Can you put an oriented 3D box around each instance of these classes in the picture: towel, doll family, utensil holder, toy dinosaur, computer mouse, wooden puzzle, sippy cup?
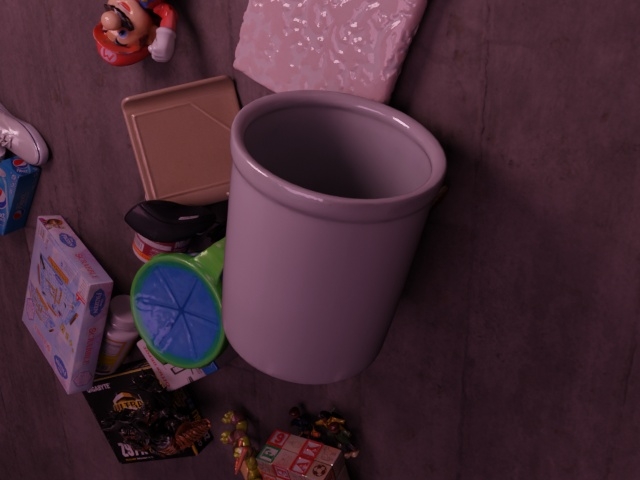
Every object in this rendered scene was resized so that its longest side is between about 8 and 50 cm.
[{"bbox_3d":[0.015,-0.382,1.212,0.317,0.053,0.332,31,123,18],"label":"towel"},{"bbox_3d":[0.000,0.416,1.557,0.193,0.076,0.111,-19,115,33],"label":"doll family"},{"bbox_3d":[0.000,0.000,1.174,0.327,0.327,0.386,27,129,19],"label":"utensil holder"},{"bbox_3d":[-0.376,0.432,1.686,0.321,0.164,0.218,-26,117,21],"label":"toy dinosaur"},{"bbox_3d":[-0.238,-0.041,1.398,0.184,0.262,0.060,-32,64,32],"label":"computer mouse"},{"bbox_3d":[-0.253,-0.185,1.398,0.220,0.044,0.239,-15,104,-7],"label":"wooden puzzle"},{"bbox_3d":[-0.229,0.115,1.464,0.305,0.224,0.240,-15,97,30],"label":"sippy cup"}]

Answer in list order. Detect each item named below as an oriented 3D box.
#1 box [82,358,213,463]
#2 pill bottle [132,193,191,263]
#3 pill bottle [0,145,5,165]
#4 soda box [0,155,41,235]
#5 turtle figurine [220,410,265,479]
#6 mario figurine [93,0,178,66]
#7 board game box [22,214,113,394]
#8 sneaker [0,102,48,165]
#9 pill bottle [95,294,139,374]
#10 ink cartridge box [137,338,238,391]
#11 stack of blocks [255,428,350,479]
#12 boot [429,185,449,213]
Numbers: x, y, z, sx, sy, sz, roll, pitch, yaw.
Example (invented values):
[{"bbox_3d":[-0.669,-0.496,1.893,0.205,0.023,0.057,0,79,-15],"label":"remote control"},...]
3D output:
[{"bbox_3d":[-0.459,0.445,1.853,0.322,0.079,0.257,-18,103,35],"label":"box"},{"bbox_3d":[-0.322,-0.058,1.518,0.121,0.121,0.221,34,124,15],"label":"pill bottle"},{"bbox_3d":[-0.862,-0.164,1.814,0.108,0.108,0.193,40,125,11],"label":"pill bottle"},{"bbox_3d":[-0.781,-0.115,1.808,0.067,0.071,0.210,40,126,11],"label":"soda box"},{"bbox_3d":[-0.168,0.496,1.631,0.217,0.087,0.270,-123,22,-48],"label":"turtle figurine"},{"bbox_3d":[-0.336,-0.461,1.315,0.321,0.170,0.198,-54,45,28],"label":"mario figurine"},{"bbox_3d":[-0.629,0.152,1.746,0.318,0.065,0.318,40,122,38],"label":"board game box"},{"bbox_3d":[-0.775,-0.261,1.727,0.258,0.091,0.094,36,125,13],"label":"sneaker"},{"bbox_3d":[-0.516,0.231,1.768,0.117,0.117,0.215,43,126,8],"label":"pill bottle"},{"bbox_3d":[-0.315,0.255,1.674,0.203,0.086,0.148,-30,93,36],"label":"ink cartridge box"},{"bbox_3d":[-0.017,0.570,1.582,0.171,0.087,0.297,9,130,30],"label":"stack of blocks"},{"bbox_3d":[0.155,-0.068,1.263,0.158,0.059,0.085,-39,83,38],"label":"boot"}]
